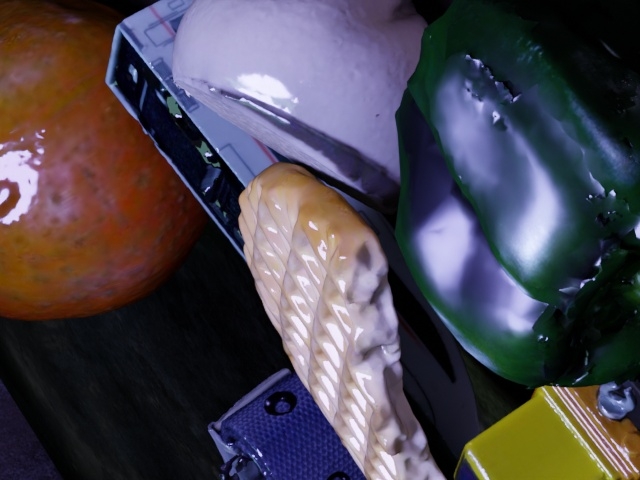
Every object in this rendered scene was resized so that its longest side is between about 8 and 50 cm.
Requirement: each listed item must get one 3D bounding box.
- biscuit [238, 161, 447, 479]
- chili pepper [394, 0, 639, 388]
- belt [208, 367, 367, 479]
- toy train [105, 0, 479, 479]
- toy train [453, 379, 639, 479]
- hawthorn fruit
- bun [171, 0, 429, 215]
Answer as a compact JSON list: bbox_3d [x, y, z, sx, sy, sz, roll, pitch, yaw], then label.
[{"bbox_3d":[0.012,0.069,1.123,0.204,0.040,0.309,47,162,47],"label":"biscuit"},{"bbox_3d":[0.138,-0.001,0.815,0.261,0.165,0.174,53,143,21],"label":"chili pepper"},{"bbox_3d":[-0.020,0.229,1.630,0.139,0.126,0.230,36,153,43],"label":"belt"},{"bbox_3d":[0.000,0.000,1.267,0.407,0.088,0.086,52,154,13],"label":"toy train"},{"bbox_3d":[0.141,0.140,1.087,0.089,0.127,0.219,53,162,19],"label":"toy train"},{"bbox_3d":[-0.239,-0.052,1.459,0.277,0.298,0.277,48,163,20],"label":"hawthorn fruit"},{"bbox_3d":[0.004,-0.104,1.042,0.173,0.120,0.173,29,178,1],"label":"bun"}]
